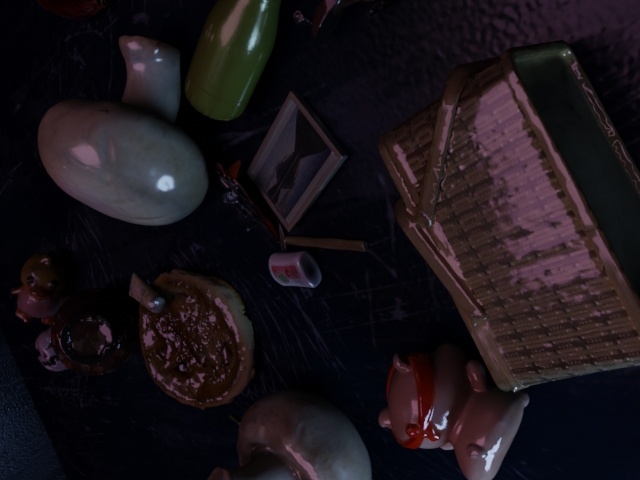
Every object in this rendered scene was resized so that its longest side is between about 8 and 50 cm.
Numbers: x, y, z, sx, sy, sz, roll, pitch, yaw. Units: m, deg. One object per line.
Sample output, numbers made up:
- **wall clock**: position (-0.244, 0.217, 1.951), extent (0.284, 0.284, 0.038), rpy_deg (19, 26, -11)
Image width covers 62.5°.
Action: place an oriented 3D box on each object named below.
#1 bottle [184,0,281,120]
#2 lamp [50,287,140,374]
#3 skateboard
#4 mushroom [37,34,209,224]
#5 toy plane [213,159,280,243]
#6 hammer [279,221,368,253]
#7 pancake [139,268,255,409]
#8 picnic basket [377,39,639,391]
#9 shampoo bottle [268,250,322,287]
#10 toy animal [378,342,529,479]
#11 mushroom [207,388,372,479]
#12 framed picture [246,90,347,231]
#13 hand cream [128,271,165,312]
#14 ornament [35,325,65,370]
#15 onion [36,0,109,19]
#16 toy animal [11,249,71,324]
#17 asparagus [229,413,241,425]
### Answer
- **bottle**: position (-0.130, -0.317, 0.835), extent (0.112, 0.112, 0.260), rpy_deg (50, 134, 13)
- **lamp**: position (-0.625, 0.253, 1.471), extent (0.246, 0.247, 0.247), rpy_deg (19, 120, 36)
- **skateboard**: position (0.039, -0.328, 0.718), extent (0.080, 0.067, 0.151), rpy_deg (52, 131, -1)
- **mushroom**: position (-0.363, -0.173, 0.983), extent (0.315, 0.315, 0.356), rpy_deg (34, 136, 27)
- **toy plane**: position (-0.139, -0.066, 0.984), extent (0.189, 0.061, 0.130), rpy_deg (60, 167, -10)
- **hammer**: position (0.000, 0.000, 0.928), extent (0.198, 0.013, 0.062), rpy_deg (4, 110, 41)
- **pancake**: position (-0.295, 0.229, 1.223), extent (0.356, 0.065, 0.356), rpy_deg (6, 103, 28)
- **picnic basket**: position (0.222, -0.034, 0.561), extent (0.175, 0.228, 0.313), rpy_deg (-28, 89, 43)
- **shampoo bottle**: position (-0.053, 0.053, 0.973), extent (0.099, 0.043, 0.072), rpy_deg (-2, 126, 43)
- **toy animal**: position (0.184, 0.249, 0.778), extent (0.197, 0.171, 0.171), rpy_deg (26, 125, 22)
- **mushroom**: position (-0.061, 0.447, 0.985), extent (0.297, 0.290, 0.298), rpy_deg (20, 121, 37)
- **framed picture**: position (-0.049, -0.130, 0.904), extent (0.150, 0.015, 0.203), rpy_deg (55, 135, 16)
- **hand cream**: position (-0.413, 0.125, 1.237), extent (0.143, 0.039, 0.061), rpy_deg (23, 107, 41)
- **ornament**: position (-0.840, 0.335, 1.734), extent (0.177, 0.177, 0.178), rpy_deg (19, 120, 36)
- **onion**: position (-0.550, -0.572, 1.102), extent (0.283, 0.120, 0.227), rpy_deg (40, 135, 22)
- **toy animal**: position (-0.892, 0.145, 1.714), extent (0.281, 0.195, 0.169), rpy_deg (125, 150, -46)
- **asparagus**: position (-0.167, 0.479, 1.295), extent (0.162, 0.016, 0.016), rpy_deg (33, 101, 28)
